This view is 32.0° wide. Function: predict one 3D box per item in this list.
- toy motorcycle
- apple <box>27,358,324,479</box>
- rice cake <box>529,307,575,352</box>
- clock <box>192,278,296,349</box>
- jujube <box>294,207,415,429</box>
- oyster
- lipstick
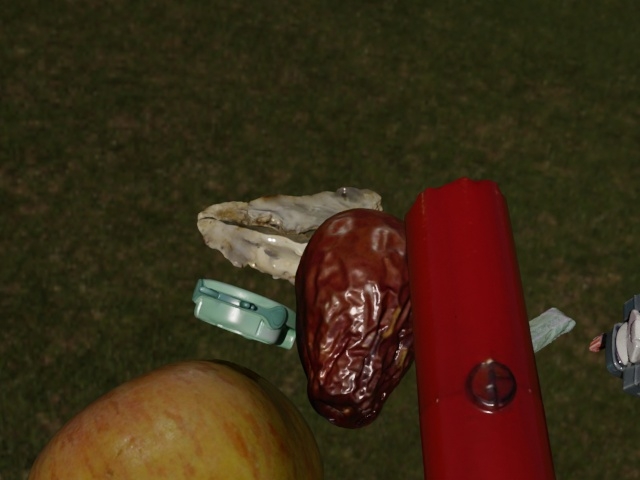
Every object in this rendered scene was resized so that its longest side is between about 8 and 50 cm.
[{"bbox_3d":[0.331,0.118,0.949,0.221,0.150,0.102,24,61,-23],"label":"toy motorcycle"},{"bbox_3d":[-0.181,0.350,1.481,0.400,0.400,0.334,-28,73,-38],"label":"apple"},{"bbox_3d":[0.279,0.153,1.609,0.210,0.034,0.043,-28,40,-24],"label":"rice cake"},{"bbox_3d":[-0.126,0.110,1.725,0.159,0.211,0.066,17,82,16],"label":"clock"},{"bbox_3d":[0.041,0.083,1.219,0.168,0.168,0.237,10,64,5],"label":"jujube"},{"bbox_3d":[0.000,-0.005,1.624,0.341,0.166,0.110,-6,36,15],"label":"oyster"},{"bbox_3d":[0.087,0.098,0.602,0.073,0.073,0.280,1,57,-7],"label":"lipstick"}]
